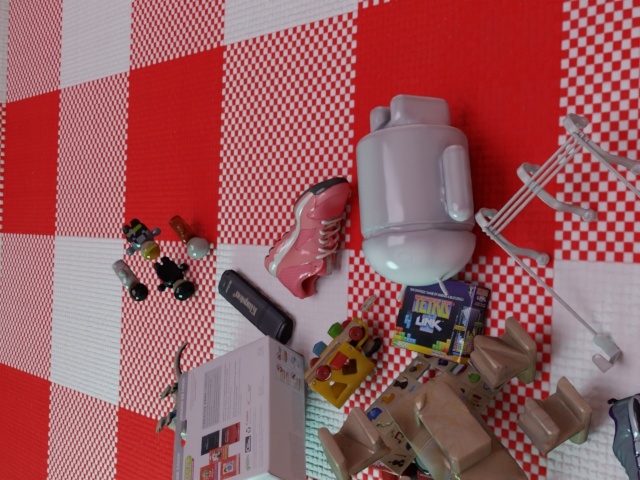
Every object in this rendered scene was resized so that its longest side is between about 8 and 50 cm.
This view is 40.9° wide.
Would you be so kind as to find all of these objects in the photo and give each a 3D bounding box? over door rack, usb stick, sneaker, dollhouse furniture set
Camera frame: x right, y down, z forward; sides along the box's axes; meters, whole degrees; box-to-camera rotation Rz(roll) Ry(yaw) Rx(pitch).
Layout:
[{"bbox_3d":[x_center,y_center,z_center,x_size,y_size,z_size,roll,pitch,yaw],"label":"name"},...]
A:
[{"bbox_3d":[0.420,0.001,1.304,0.324,0.108,0.239,52,128,19],"label":"over door rack"},{"bbox_3d":[-0.155,0.154,2.007,0.278,0.045,0.077,36,116,45],"label":"usb stick"},{"bbox_3d":[0.477,0.336,1.251,0.098,0.083,0.223,142,125,-69],"label":"sneaker"},{"bbox_3d":[0.257,0.396,1.320,0.394,0.362,0.256,53,167,36],"label":"dollhouse furniture set"},{"bbox_3d":[0.000,0.000,1.802,0.136,0.116,0.314,52,134,24],"label":"sneaker"}]

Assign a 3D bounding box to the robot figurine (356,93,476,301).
[{"bbox_3d":[0.168,-0.073,1.511,0.300,0.200,0.353,160,109,-66],"label":"robot figurine"}]

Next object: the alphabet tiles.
[{"bbox_3d":[0.179,0.296,1.502,0.237,0.009,0.198,-45,35,-14],"label":"alphabet tiles"}]

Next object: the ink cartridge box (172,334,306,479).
[{"bbox_3d":[-0.174,0.400,1.833,0.272,0.130,0.309,-25,48,28],"label":"ink cartridge box"}]

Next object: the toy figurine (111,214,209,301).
[{"bbox_3d":[-0.408,0.053,2.184,0.148,0.209,0.213,45,122,34],"label":"toy figurine"}]

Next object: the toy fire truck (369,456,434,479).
[{"bbox_3d":[0.173,0.458,1.547,0.217,0.158,0.246,-1,100,49],"label":"toy fire truck"}]

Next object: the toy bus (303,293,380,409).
[{"bbox_3d":[0.061,0.236,1.702,0.104,0.191,0.202,41,132,-9],"label":"toy bus"}]

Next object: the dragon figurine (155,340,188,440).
[{"bbox_3d":[-0.294,0.389,1.989,0.085,0.144,0.289,-42,37,41],"label":"dragon figurine"}]

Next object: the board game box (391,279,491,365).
[{"bbox_3d":[0.216,0.140,1.552,0.170,0.048,0.141,8,86,49],"label":"board game box"}]
